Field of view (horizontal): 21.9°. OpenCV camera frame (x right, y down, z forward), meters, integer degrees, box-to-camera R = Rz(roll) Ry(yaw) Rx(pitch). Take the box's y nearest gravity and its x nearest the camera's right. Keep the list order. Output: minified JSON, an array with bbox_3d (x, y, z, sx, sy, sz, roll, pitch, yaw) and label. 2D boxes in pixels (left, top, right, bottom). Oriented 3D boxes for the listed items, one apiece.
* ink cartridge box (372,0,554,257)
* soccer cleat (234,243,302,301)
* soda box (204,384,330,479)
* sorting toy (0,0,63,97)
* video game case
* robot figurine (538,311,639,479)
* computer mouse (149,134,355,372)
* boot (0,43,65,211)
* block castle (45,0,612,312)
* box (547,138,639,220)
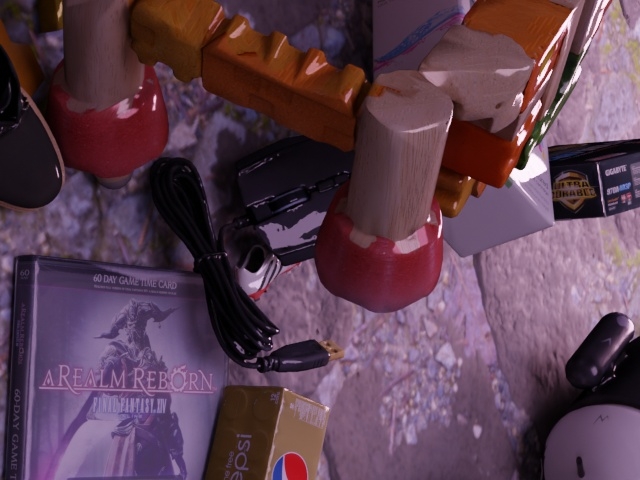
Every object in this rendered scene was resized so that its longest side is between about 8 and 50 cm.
[{"bbox_3d":[0.116,-0.119,1.382,0.154,0.093,0.212,43,36,-43],"label":"ink cartridge box"},{"bbox_3d":[-0.039,0.013,1.287,0.083,0.029,0.035,-43,135,-36],"label":"soccer cleat"},{"bbox_3d":[-0.049,0.199,1.203,0.058,0.061,0.181,30,66,-45],"label":"soda box"},{"bbox_3d":[-0.239,-0.248,1.052,0.307,0.041,0.229,54,51,-33],"label":"sorting toy"},{"bbox_3d":[-0.140,0.154,1.165,0.196,0.026,0.274,8,83,-50],"label":"video game case"},{"bbox_3d":[0.327,0.194,1.609,0.278,0.209,0.173,-38,153,-45],"label":"robot figurine"},{"bbox_3d":[0.000,0.000,1.269,0.262,0.060,0.184,-12,77,-49],"label":"computer mouse"},{"bbox_3d":[-0.199,-0.070,1.000,0.077,0.137,0.198,-48,132,-10],"label":"boot"},{"bbox_3d":[0.042,-0.177,1.181,0.453,0.303,0.212,-54,163,-37],"label":"block castle"},{"bbox_3d":[0.234,-0.056,1.504,0.220,0.175,0.051,-15,99,-49],"label":"box"}]
